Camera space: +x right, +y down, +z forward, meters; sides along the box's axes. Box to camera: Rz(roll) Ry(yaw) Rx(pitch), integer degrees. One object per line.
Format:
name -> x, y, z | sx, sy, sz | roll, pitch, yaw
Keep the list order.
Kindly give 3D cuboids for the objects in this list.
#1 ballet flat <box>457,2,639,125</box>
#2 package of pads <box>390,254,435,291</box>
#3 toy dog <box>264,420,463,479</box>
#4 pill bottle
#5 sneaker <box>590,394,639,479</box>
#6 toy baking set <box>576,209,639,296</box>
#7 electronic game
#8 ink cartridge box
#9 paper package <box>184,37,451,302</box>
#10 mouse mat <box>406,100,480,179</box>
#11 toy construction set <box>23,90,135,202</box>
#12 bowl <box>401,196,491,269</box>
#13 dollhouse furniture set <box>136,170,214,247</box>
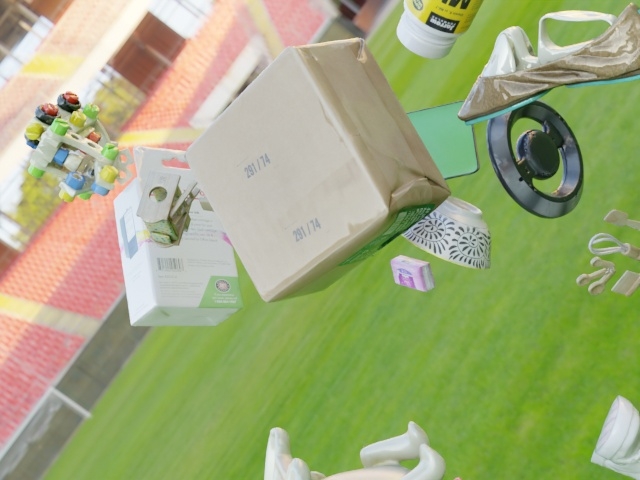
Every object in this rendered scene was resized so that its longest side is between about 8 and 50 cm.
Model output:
ballet flat -> 0.334, -0.267, 1.481 | 0.342, 0.124, 0.116 | -11, 18, 45
package of pads -> 0.163, 0.058, 1.775 | 0.032, 0.050, 0.083 | -26, 22, -29
toy dog -> 0.121, 0.497, 1.641 | 0.284, 0.407, 0.396 | 155, 120, -78
pill bottle -> 0.207, -0.405, 1.626 | 0.119, 0.119, 0.209 | -60, -4, -46
sneaker -> 0.548, 0.347, 1.669 | 0.108, 0.169, 0.292 | -64, -19, -11
toy baking set -> 0.628, 0.034, 2.054 | 0.030, 0.196, 0.256 | -110, 16, -45
electronic game -> 0.375, -0.148, 1.743 | 0.048, 0.229, 0.229 | -27, 24, 50
ink cartridge box -> -0.300, -0.007, 2.074 | 0.119, 0.207, 0.354 | -36, 58, 47
paper package -> -0.014, -0.104, 1.565 | 0.168, 0.310, 0.325 | -18, -15, -47
mouse mat -> 0.187, -0.163, 1.705 | 0.152, 0.007, 0.190 | -11, 46, 13
toy construction set -> -0.454, -0.176, 1.943 | 0.151, 0.215, 0.328 | -57, 3, 7
bowl -> 0.220, -0.025, 1.673 | 0.170, 0.170, 0.080 | -78, 9, -75
dollhouse furniture set -> -0.231, -0.030, 1.843 | 0.182, 0.160, 0.101 | 79, -158, -64
